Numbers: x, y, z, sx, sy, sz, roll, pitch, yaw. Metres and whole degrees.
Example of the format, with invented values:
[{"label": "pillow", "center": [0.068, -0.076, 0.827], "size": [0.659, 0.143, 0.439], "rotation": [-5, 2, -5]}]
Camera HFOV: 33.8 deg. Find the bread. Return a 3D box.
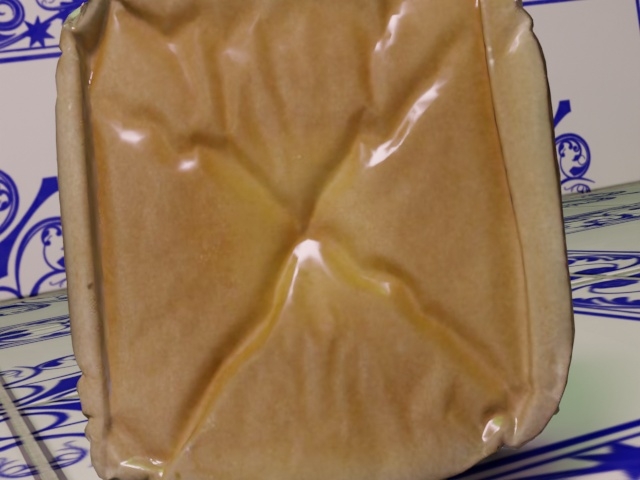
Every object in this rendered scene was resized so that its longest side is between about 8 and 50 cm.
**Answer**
[{"label": "bread", "center": [0.000, -0.002, 0.423], "size": [0.192, 0.209, 0.110], "rotation": [-9, -1, 2]}]
